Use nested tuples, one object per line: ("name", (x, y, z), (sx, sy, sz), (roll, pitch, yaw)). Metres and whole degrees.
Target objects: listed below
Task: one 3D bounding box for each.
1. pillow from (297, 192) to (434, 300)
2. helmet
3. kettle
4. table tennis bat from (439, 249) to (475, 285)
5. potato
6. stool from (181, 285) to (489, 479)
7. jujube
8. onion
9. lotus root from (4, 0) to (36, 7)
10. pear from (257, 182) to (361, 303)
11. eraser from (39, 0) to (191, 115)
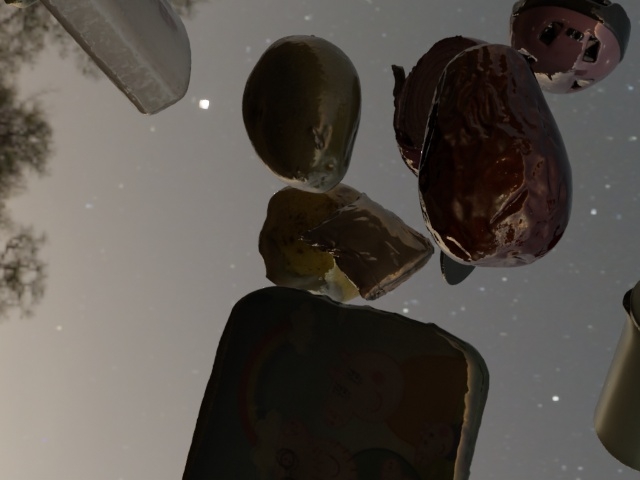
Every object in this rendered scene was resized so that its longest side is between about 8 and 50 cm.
("pillow", (0.078, 0.006, 1.707), (0.270, 0.173, 0.067), (39, -27, 51))
("helmet", (0.392, -0.312, 1.579), (0.253, 0.198, 0.154), (111, 3, -72))
("kettle", (0.601, 0.233, 1.578), (0.265, 0.205, 0.318), (40, -34, 36))
("table tennis bat", (0.252, -0.016, 1.703), (0.022, 0.131, 0.234), (30, -31, 34))
("potato", (-0.020, -0.162, 1.228), (0.178, 0.160, 0.235), (63, 15, -48))
("stool", (0.018, 0.232, 1.147), (0.226, 0.310, 0.310), (79, 27, -82))
("jujube", (0.198, -0.095, 1.117), (0.190, 0.190, 0.255), (-32, -122, 54))
("onion", (0.206, -0.170, 1.367), (0.200, 0.201, 0.207), (-47, -147, 46))
("lotus root", (-0.336, -0.313, 1.115), (0.099, 0.054, 0.049), (-48, -153, 18))
("pear", (0.000, 0.000, 1.966), (0.271, 0.271, 0.271), (-15, -108, 58))
("eraser", (-0.227, -0.258, 0.904), (0.095, 0.270, 0.174), (-26, -128, 8))
